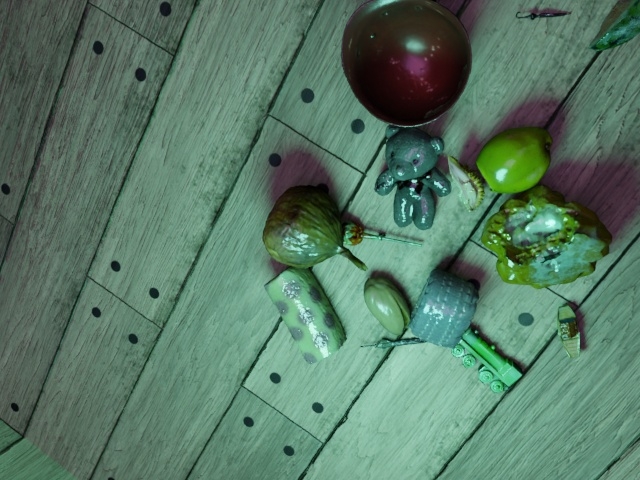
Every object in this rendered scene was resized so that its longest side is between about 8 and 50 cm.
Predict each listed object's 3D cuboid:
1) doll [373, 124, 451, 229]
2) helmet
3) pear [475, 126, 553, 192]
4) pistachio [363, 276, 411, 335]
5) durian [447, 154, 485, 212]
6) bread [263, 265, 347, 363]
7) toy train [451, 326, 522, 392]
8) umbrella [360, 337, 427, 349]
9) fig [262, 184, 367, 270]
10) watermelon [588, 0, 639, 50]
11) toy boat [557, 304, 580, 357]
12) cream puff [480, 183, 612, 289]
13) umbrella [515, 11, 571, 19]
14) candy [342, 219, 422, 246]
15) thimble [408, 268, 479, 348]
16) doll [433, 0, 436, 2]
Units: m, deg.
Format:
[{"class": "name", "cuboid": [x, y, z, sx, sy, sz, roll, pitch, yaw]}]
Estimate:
[{"class": "doll", "cuboid": [0.284, -0.186, 1.721, 0.246, 0.158, 0.340, 13, 111, 27]}, {"class": "helmet", "cuboid": [0.266, -0.513, 1.604, 0.385, 0.230, 0.337, 39, 112, 14]}, {"class": "pear", "cuboid": [0.573, -0.237, 1.604, 0.220, 0.187, 0.187, -26, 95, 17]}, {"class": "pistachio", "cuboid": [0.227, 0.223, 1.872, 0.136, 0.136, 0.226, -29, 101, 23]}, {"class": "durian", "cuboid": [0.439, -0.189, 1.651, 0.078, 0.140, 0.224, -16, 141, 23]}, {"class": "bread", "cuboid": [-0.047, 0.248, 1.930, 0.155, 0.187, 0.338, -30, 92, 26]}, {"class": "toy train", "cuboid": [0.546, 0.395, 1.831, 0.251, 0.085, 0.119, 43, 107, 2]}, {"class": "umbrella", "cuboid": [0.274, 0.360, 1.940, 0.269, 0.044, 0.044, -7, 76, 11]}, {"class": "fig", "cuboid": [0.000, 0.000, 1.791, 0.369, 0.286, 0.286, 35, 112, 13]}, {"class": "watermelon", "cuboid": [0.815, -0.579, 1.506, 0.101, 0.080, 0.155, 28, 113, -28]}, {"class": "toy boat", "cuboid": [0.781, 0.284, 1.729, 0.065, 0.066, 0.172, -12, 101, 18]}, {"class": "cream puff", "cuboid": [0.664, -0.007, 1.623, 0.323, 0.270, 0.274, -26, 130, 23]}, {"class": "umbrella", "cuboid": [0.633, -0.638, 1.563, 0.149, 0.022, 0.022, 7, 102, 12]}, {"class": "candy", "cuboid": [0.198, -0.011, 1.844, 0.288, 0.078, 0.084, 9, 136, 12]}, {"class": "thimble", "cuboid": [0.395, 0.222, 1.765, 0.172, 0.205, 0.236, 25, 110, 10]}, {"class": "doll", "cuboid": [0.377, -0.763, 1.591, 0.219, 0.067, 0.091, -31, 103, 17]}]
